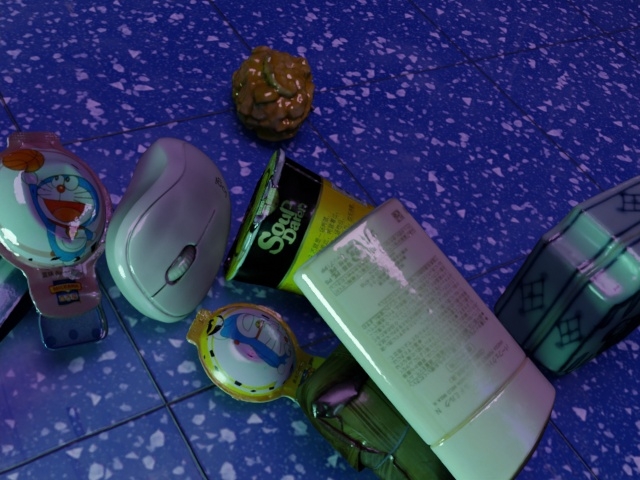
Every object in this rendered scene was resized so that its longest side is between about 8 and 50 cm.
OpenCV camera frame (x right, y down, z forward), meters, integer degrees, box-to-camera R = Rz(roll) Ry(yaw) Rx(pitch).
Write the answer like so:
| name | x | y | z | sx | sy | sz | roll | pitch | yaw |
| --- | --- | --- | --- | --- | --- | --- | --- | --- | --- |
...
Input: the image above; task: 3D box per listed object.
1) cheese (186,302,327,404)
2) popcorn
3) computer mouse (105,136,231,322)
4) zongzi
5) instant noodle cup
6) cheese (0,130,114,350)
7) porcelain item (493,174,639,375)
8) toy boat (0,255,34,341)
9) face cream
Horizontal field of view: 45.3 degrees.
| name | x | y | z | sx | sy | sz | roll | pitch | yaw |
| --- | --- | --- | --- | --- | --- | --- | --- | --- | --- |
| cheese | -0.063 | 0.167 | 1.051 | 0.250 | 0.064 | 0.156 | 29 | 47 | -9 |
| popcorn | -0.086 | -0.277 | 1.390 | 0.164 | 0.140 | 0.194 | 27 | 44 | -2 |
| computer mouse | -0.198 | -0.026 | 1.098 | 0.121 | 0.184 | 0.296 | -16 | 36 | 16 |
| zongzi | 0.154 | 0.216 | 1.014 | 0.300 | 0.138 | 0.286 | 45 | 67 | 1 |
| instant noodle cup | 0.000 | 0.000 | 1.138 | 0.236 | 0.215 | 0.215 | 21 | 46 | -10 |
| cheese | -0.341 | -0.004 | 0.983 | 0.189 | 0.074 | 0.285 | -7 | 81 | -46 |
| porcelain item | 0.432 | 0.059 | 1.170 | 0.286 | 0.281 | 0.157 | -21 | 57 | -35 |
| toy boat | -0.402 | 0.051 | 1.017 | 0.062 | 0.096 | 0.299 | 30 | 48 | -4 |
| face cream | 0.137 | 0.126 | 0.920 | 0.174 | 0.081 | 0.348 | -38 | 86 | -21 |
